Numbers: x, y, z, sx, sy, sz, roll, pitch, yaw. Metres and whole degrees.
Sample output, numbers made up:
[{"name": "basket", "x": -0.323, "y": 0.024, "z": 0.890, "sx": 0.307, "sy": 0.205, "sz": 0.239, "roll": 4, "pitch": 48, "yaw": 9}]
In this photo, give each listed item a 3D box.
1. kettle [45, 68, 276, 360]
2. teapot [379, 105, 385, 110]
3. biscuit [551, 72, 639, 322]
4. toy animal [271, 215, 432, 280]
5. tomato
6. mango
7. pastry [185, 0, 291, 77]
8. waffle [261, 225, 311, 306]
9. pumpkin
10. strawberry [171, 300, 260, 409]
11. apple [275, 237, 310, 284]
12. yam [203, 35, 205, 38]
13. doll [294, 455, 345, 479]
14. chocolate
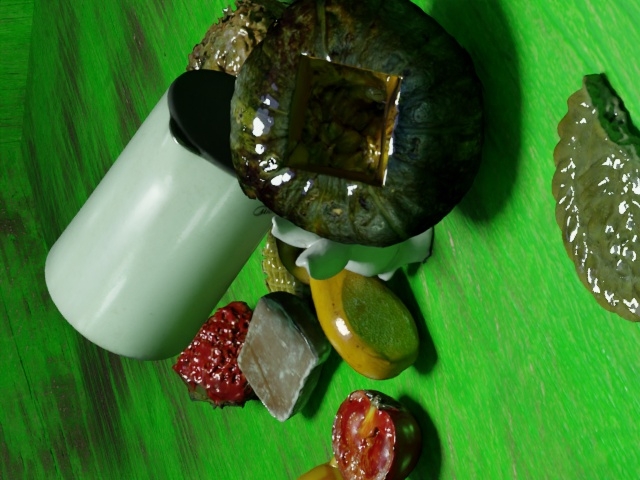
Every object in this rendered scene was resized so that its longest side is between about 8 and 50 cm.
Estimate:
[{"name": "kettle", "x": -0.163, "y": -0.046, "z": 1.826, "sx": 0.250, "sy": 0.361, "sz": 0.376, "roll": 54, "pitch": 126, "yaw": 21}, {"name": "teapot", "x": 0.045, "y": -0.219, "z": 1.699, "sx": 0.204, "sy": 0.139, "sz": 0.298, "roll": -31, "pitch": 62, "yaw": 36}, {"name": "biscuit", "x": 0.298, "y": -0.020, "z": 1.272, "sx": 0.273, "sy": 0.036, "sz": 0.187, "roll": -118, "pitch": 31, "yaw": -41}, {"name": "toy animal", "x": 0.032, "y": 0.005, "z": 1.679, "sx": 0.131, "sy": 0.221, "sz": 0.103, "roll": -50, "pitch": 55, "yaw": 58}, {"name": "tomato", "x": 0.090, "y": 0.281, "z": 1.772, "sx": 0.159, "sy": 0.091, "sz": 0.139, "roll": 32, "pitch": 110, "yaw": 53}, {"name": "mango", "x": 0.049, "y": 0.099, "z": 1.745, "sx": 0.217, "sy": 0.141, "sz": 0.102, "roll": 58, "pitch": 134, "yaw": 22}, {"name": "pastry", "x": -0.106, "y": -0.246, "z": 1.964, "sx": 0.275, "sy": 0.193, "sz": 0.274, "roll": 178, "pitch": 90, "yaw": -68}, {"name": "waffle", "x": -0.054, "y": 0.049, "z": 2.126, "sx": 0.183, "sy": 0.036, "sz": 0.169, "roll": 110, "pitch": 143, "yaw": -50}, {"name": "pumpkin", "x": 0.044, "y": -0.147, "z": 1.511, "sx": 0.192, "sy": 0.321, "sz": 0.320, "roll": -28, "pitch": -66, "yaw": -77}, {"name": "strawberry", "x": -0.165, "y": 0.209, "z": 2.283, "sx": 0.184, "sy": 0.187, "sz": 0.201, "roll": 8, "pitch": 74, "yaw": 28}, {"name": "apple", "x": 0.000, "y": 0.000, "z": 1.864, "sx": 0.146, "sy": 0.147, "sz": 0.146, "roll": 173, "pitch": 90, "yaw": -67}, {"name": "yam", "x": -0.186, "y": -0.324, "z": 2.279, "sx": 0.127, "sy": 0.084, "sz": 0.084, "roll": 129, "pitch": 130, "yaw": -58}, {"name": "doll", "x": 0.045, "y": 0.450, "z": 1.847, "sx": 0.162, "sy": 0.167, "sz": 0.269, "roll": 122, "pitch": 133, "yaw": -59}, {"name": "chocolate", "x": -0.046, "y": 0.184, "z": 2.087, "sx": 0.157, "sy": 0.080, "sz": 0.254, "roll": 54, "pitch": 147, "yaw": 24}]
